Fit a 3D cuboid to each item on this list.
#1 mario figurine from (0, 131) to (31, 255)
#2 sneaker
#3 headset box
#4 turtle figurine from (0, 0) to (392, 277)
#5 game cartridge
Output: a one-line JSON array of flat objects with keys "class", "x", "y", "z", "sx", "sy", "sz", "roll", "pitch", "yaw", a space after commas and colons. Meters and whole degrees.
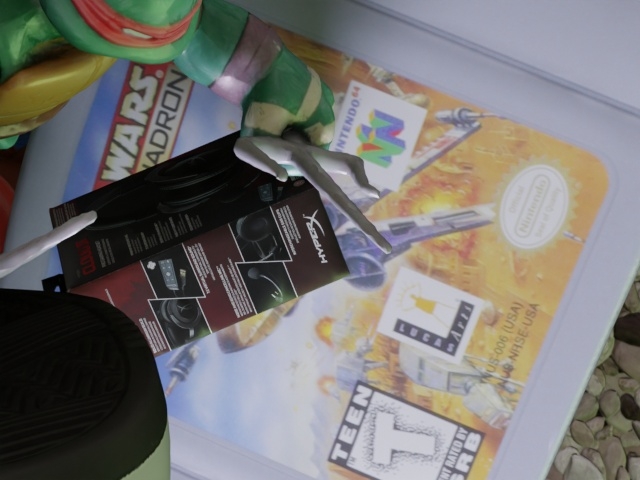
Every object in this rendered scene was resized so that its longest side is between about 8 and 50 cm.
[{"class": "mario figurine", "x": -0.104, "y": 0.011, "z": 0.804, "sx": 0.198, "sy": 0.170, "sz": 0.320, "roll": -35, "pitch": -176, "yaw": 42}, {"class": "sneaker", "x": -0.117, "y": 0.111, "z": 0.514, "sx": 0.124, "sy": 0.178, "sz": 0.295, "roll": -16, "pitch": -170, "yaw": -28}, {"class": "headset box", "x": -0.040, "y": 0.002, "z": 0.543, "sx": 0.083, "sy": 0.032, "sz": 0.062, "roll": -22, "pitch": -154, "yaw": -3}, {"class": "turtle figurine", "x": -0.076, "y": -0.037, "z": 0.471, "sx": 0.175, "sy": 0.118, "sz": 0.234, "roll": -18, "pitch": -174, "yaw": -35}, {"class": "game cartridge", "x": 0.000, "y": 0.000, "z": 0.611, "sx": 0.062, "sy": 0.198, "sz": 0.297, "roll": -62, "pitch": 172, "yaw": -66}]
